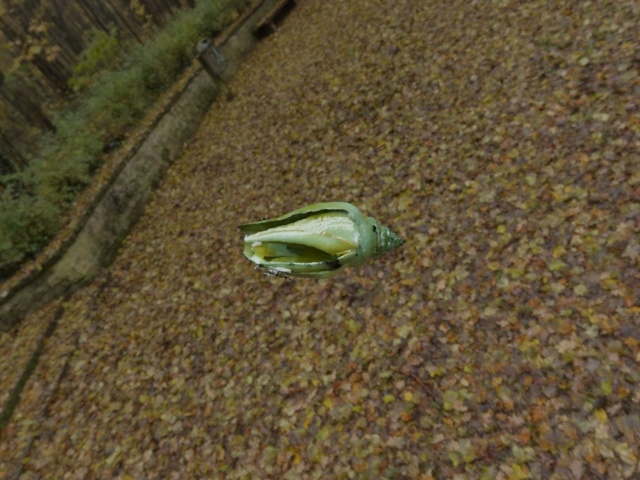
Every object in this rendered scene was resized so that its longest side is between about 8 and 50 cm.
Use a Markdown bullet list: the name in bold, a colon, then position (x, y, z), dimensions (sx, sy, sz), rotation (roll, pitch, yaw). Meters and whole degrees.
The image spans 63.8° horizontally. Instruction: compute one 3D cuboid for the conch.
- **conch**: position (0.002, 0.001, 0.627), dimensions (0.201, 0.079, 0.094), rotation (-14, 52, 1)
